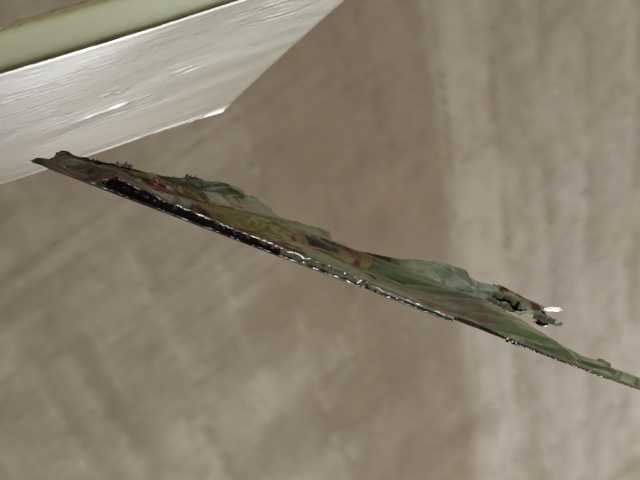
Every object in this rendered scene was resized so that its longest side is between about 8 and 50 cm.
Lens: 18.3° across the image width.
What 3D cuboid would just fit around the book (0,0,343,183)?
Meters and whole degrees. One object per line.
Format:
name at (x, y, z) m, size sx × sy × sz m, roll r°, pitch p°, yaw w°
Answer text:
book at (-0.133, -0.082, 1.100) m, size 0.389 × 0.269 × 0.032 m, roll 153°, pitch -82°, yaw -74°

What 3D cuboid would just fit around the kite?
kite at (0.000, 0.000, 0.781) m, size 0.268 × 0.013 × 0.323 m, roll 18°, pitch 5°, yaw -36°
